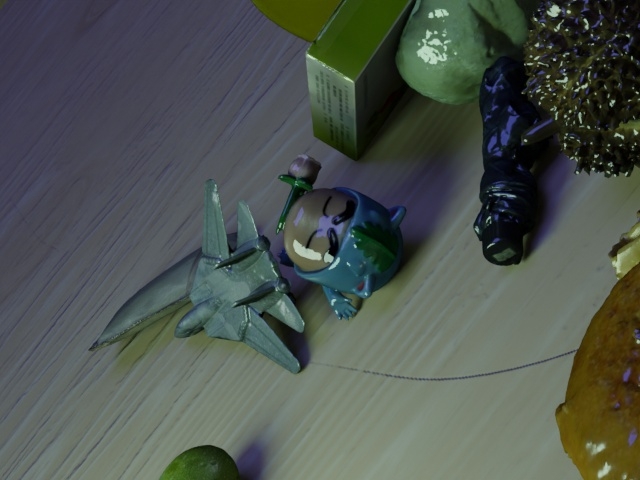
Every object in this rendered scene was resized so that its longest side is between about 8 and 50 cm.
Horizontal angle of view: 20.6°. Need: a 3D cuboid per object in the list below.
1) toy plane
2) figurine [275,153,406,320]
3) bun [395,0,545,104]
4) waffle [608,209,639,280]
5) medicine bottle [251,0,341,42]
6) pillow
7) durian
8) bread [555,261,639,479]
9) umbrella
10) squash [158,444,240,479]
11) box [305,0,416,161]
[{"bbox_3d":[-0.093,0.061,1.831,0.088,0.212,0.267,-23,-8,-22],"label":"toy plane"},{"bbox_3d":[0.000,-0.006,1.722,0.114,0.144,0.178,-53,14,-14],"label":"figurine"},{"bbox_3d":[0.162,-0.218,1.730,0.195,0.118,0.195,-51,-12,-15],"label":"bun"},{"bbox_3d":[0.334,-0.062,1.277,0.219,0.057,0.229,-35,7,39],"label":"waffle"},{"bbox_3d":[0.062,-0.434,2.076,0.224,0.224,0.384,-14,43,50],"label":"medicine bottle"},{"bbox_3d":[-0.174,0.059,1.997,0.233,0.038,0.130,-31,16,35],"label":"pillow"},{"bbox_3d":[0.245,-0.135,1.442,0.196,0.196,0.167,-40,30,19],"label":"durian"},{"bbox_3d":[0.278,0.106,1.130,0.268,0.146,0.268,-39,30,29],"label":"bread"},{"bbox_3d":[0.177,-0.072,1.611,0.071,0.080,0.224,-2,48,12],"label":"umbrella"},{"bbox_3d":[-0.124,0.265,1.616,0.095,0.095,0.188,-32,28,32],"label":"squash"},{"bbox_3d":[0.059,-0.201,1.807,0.175,0.062,0.260,-56,-10,-11],"label":"box"}]
